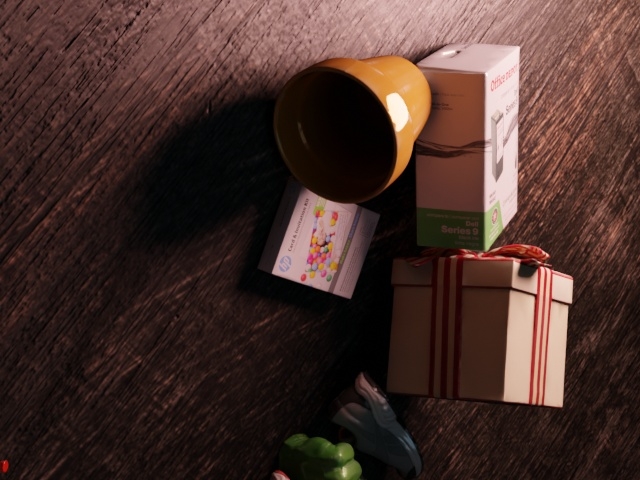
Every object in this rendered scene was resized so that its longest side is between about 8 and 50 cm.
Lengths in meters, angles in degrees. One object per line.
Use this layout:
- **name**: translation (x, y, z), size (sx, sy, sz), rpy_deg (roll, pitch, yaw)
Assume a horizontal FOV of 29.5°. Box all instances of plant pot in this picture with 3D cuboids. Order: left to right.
- **plant pot**: translation (0.066, -0.182, 1.775), size (0.188, 0.205, 0.205), rpy_deg (-37, 128, -49)

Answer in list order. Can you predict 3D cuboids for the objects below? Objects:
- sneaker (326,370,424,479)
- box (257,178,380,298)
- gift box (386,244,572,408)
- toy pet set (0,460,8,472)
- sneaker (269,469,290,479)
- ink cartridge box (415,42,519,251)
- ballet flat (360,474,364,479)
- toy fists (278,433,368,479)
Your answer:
- **sneaker**: translation (0.091, 0.324, 2.040), size (0.108, 0.100, 0.271), rpy_deg (-34, 132, -1)
- **box**: translation (0.000, 0.000, 1.869), size (0.186, 0.038, 0.145), rpy_deg (21, 88, -45)
- **gift box**: translation (0.259, 0.133, 1.970), size (0.276, 0.255, 0.258), rpy_deg (19, 74, -58)
- **toy pet set**: translation (-0.448, 0.356, 1.553), size (0.114, 0.065, 0.122), rpy_deg (-60, 152, -65)
- **sneaker**: translation (-0.096, 0.468, 1.889), size (0.092, 0.088, 0.225), rpy_deg (18, 79, -9)
- **ink cartridge box**: translation (0.236, -0.154, 1.938), size (0.211, 0.121, 0.289), rpy_deg (-42, 134, -59)
- **ballet flat**: translation (0.059, 0.496, 2.075), size (0.079, 0.076, 0.222), rpy_deg (-30, 125, -57)
- **toy fists**: translation (0.018, 0.443, 1.959), size (0.096, 0.142, 0.279), rpy_deg (-21, 118, -38)
